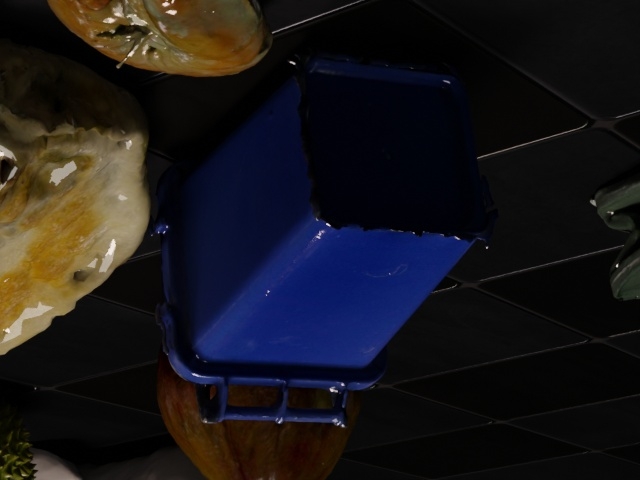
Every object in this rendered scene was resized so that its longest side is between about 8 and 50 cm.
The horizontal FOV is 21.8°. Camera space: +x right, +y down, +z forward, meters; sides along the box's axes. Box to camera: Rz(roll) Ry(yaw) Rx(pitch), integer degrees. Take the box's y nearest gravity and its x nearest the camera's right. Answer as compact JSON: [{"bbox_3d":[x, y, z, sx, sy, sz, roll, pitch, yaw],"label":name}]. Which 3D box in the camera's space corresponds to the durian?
[{"bbox_3d":[-0.357,0.236,1.695,0.146,0.159,0.198,-16,164,3],"label":"durian"}]

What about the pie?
[{"bbox_3d":[-0.249,0.005,0.994,0.339,0.077,0.339,-31,160,-13],"label":"pie"}]

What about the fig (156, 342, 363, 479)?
[{"bbox_3d":[-0.026,0.178,1.425,0.191,0.290,0.190,-23,153,-13],"label":"fig"}]

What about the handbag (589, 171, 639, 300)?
[{"bbox_3d":[0.355,-0.024,1.171,0.248,0.079,0.260,5,159,-23],"label":"handbag"}]

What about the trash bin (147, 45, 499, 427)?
[{"bbox_3d":[0.000,0.000,1.045,0.163,0.184,0.234,4,154,-24],"label":"trash bin"}]

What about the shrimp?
[{"bbox_3d":[-0.091,-0.127,0.846,0.115,0.051,0.217,-3,164,7],"label":"shrimp"}]

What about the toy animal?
[{"bbox_3d":[-0.251,0.330,1.975,0.357,0.193,0.258,4,172,5],"label":"toy animal"}]
